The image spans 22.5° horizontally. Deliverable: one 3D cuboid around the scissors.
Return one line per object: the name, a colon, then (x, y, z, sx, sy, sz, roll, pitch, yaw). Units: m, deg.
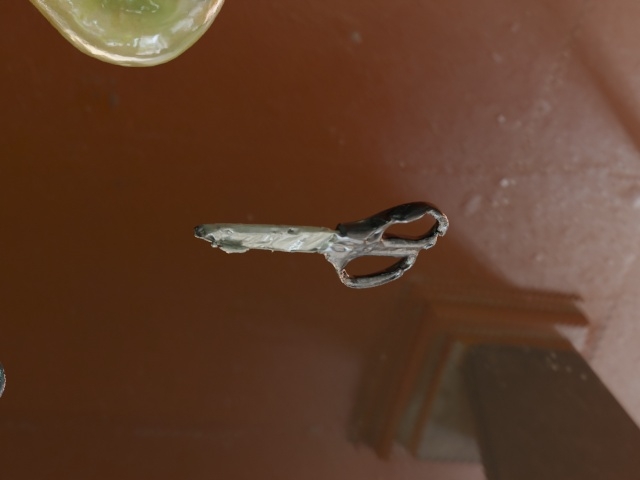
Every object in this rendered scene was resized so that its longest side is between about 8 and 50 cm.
scissors: (0.000, 0.000, 1.355, 0.300, 0.022, 0.109, 3, 138, -51)

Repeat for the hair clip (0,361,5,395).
hair clip: (-0.298, 0.054, 0.843, 0.275, 0.083, 0.048, 19, 73, -46)

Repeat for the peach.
peach: (-0.190, -0.278, 1.547, 0.233, 0.232, 0.232, -9, 121, -15)
